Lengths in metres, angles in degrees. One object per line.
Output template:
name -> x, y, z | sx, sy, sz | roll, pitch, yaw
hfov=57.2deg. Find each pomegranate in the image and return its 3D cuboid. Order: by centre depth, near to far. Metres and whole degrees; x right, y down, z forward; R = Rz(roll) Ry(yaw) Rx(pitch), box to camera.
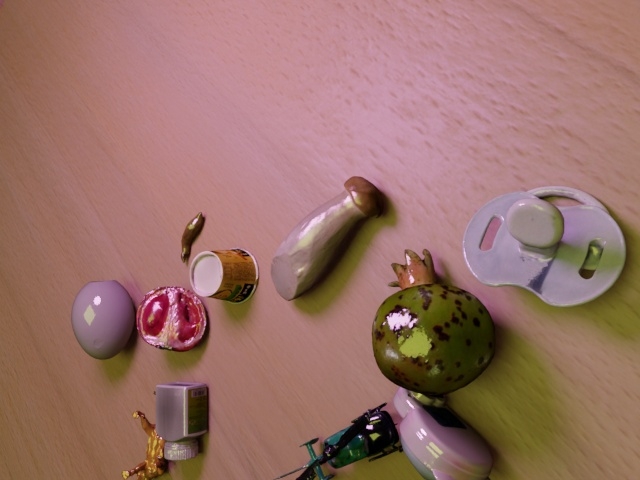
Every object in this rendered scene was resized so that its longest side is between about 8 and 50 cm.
pomegranate -> 0.185, 0.159, 1.114 | 0.231, 0.231, 0.286 | -53, 53, 19

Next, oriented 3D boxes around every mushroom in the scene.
mushroom -> 0.000, 0.000, 1.331 | 0.350, 0.128, 0.128 | -45, 62, 18

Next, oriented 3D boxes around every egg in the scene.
egg -> -0.637, 0.233, 1.726 | 0.176, 0.176, 0.232 | -2, 94, 35

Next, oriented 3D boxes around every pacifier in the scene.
pacifier -> 0.375, -0.019, 1.013 | 0.279, 0.207, 0.227 | 17, 78, 35

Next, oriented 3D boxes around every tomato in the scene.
tomato -> -0.403, 0.217, 1.614 | 0.189, 0.099, 0.173 | 11, 74, -3

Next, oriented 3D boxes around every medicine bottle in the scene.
medicine bottle -> -0.371, 0.478, 1.563 | 0.132, 0.088, 0.189 | -6, 82, 34

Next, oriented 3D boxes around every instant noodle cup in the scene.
instant noodle cup -> -0.252, 0.089, 1.497 | 0.151, 0.122, 0.151 | -2, 87, 34

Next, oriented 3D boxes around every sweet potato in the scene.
sweet potato -> -0.366, -0.014, 1.642 | 0.041, 0.038, 0.153 | 43, 113, 55

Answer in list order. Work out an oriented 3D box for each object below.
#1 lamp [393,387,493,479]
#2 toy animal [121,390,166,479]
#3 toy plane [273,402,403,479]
lamp -> 0.216, 0.376, 1.107 | 0.108, 0.179, 0.246 | -52, 40, 15
toy animal -> -0.457, 0.550, 1.627 | 0.114, 0.116, 0.255 | 9, 85, 13
toy plane -> 0.045, 0.437, 1.238 | 0.381, 0.155, 0.106 | -43, 63, 43
